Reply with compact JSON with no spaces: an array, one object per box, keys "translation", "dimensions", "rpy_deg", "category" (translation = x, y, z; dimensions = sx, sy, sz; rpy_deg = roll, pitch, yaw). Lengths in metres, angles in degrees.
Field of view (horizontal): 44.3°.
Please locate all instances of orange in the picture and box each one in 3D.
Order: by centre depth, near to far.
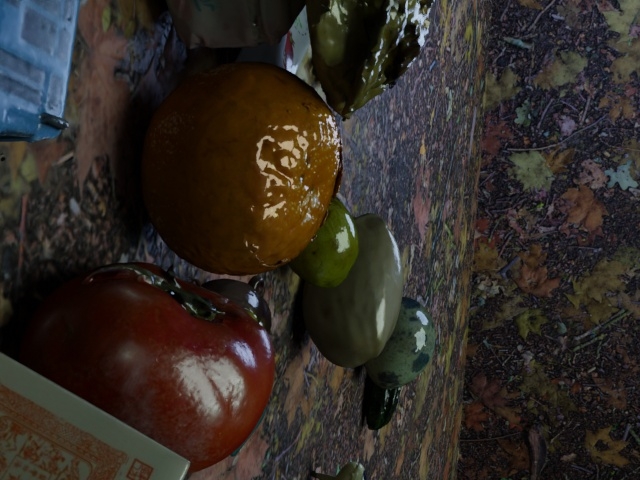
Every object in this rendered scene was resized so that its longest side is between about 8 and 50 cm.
[{"translation":[-0.073,-0.065,0.707],"dimensions":[0.193,0.161,0.193],"rpy_deg":[-33,131,-48],"category":"orange"}]

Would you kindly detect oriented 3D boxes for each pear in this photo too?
[{"translation":[0.000,0.000,1.053],"dimensions":[0.107,0.107,0.131],"rpy_deg":[-58,138,-52],"category":"pear"}]

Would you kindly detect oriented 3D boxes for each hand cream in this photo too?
[{"translation":[-0.044,-0.226,0.908],"dimensions":[0.336,0.076,0.121],"rpy_deg":[-73,162,-45],"category":"hand cream"}]

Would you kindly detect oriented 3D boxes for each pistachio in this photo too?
[{"translation":[0.049,0.073,1.175],"dimensions":[0.153,0.138,0.238],"rpy_deg":[29,64,-33],"category":"pistachio"}]

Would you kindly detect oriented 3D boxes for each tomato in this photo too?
[{"translation":[-0.131,0.100,0.598],"dimensions":[0.151,0.187,0.187],"rpy_deg":[-59,160,0],"category":"tomato"}]

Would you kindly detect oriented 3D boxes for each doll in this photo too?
[{"translation":[-0.105,0.125,0.804],"dimensions":[0.145,0.096,0.188],"rpy_deg":[8,100,-64],"category":"doll"}]

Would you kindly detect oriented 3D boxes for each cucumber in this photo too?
[{"translation":[0.138,0.258,1.604],"dimensions":[0.077,0.077,0.265],"rpy_deg":[24,73,-71],"category":"cucumber"}]

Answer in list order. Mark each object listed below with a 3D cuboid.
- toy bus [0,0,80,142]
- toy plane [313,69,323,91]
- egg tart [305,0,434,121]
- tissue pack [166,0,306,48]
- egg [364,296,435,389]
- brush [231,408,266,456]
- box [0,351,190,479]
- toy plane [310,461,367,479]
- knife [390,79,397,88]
[{"translation":[-0.188,-0.162,0.399],"dimensions":[0.133,0.116,0.234],"rpy_deg":[20,76,-75],"category":"toy bus"},{"translation":[0.011,-0.236,1.096],"dimensions":[0.083,0.033,0.080],"rpy_deg":[68,33,-69],"category":"toy plane"},{"translation":[0.056,-0.249,0.708],"dimensions":[0.297,0.132,0.297],"rpy_deg":[6,90,-81],"category":"egg tart"},{"translation":[-0.075,-0.325,0.658],"dimensions":[0.201,0.124,0.271],"rpy_deg":[-65,154,-42],"category":"tissue pack"},{"translation":[0.147,0.197,1.503],"dimensions":[0.141,0.141,0.182],"rpy_deg":[2,103,-72],"category":"egg"},{"translation":[-0.097,0.220,0.967],"dimensions":[0.193,0.032,0.043],"rpy_deg":[-19,111,-83],"category":"brush"},{"translation":[-0.187,0.133,0.410],"dimensions":[0.058,0.201,0.141],"rpy_deg":[-39,-160,47],"category":"box"},{"translation":[0.019,0.485,1.292],"dimensions":[0.242,0.104,0.256],"rpy_deg":[4,94,-69],"category":"toy plane"},{"translation":[0.141,-0.343,1.467],"dimensions":[0.031,0.018,0.121],"rpy_deg":[-49,143,-71],"category":"knife"}]
